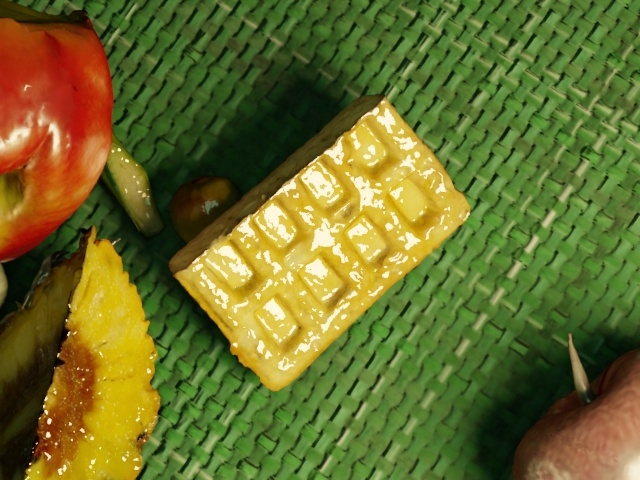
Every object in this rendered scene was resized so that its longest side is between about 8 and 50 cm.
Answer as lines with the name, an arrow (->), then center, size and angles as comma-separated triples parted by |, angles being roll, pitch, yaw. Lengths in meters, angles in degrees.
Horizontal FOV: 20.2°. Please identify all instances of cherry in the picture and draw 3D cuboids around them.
cherry -> 0.298, 0.213, 1.678 | 0.236, 0.213, 0.285 | -27, 95, 4

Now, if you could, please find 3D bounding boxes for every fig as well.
fig -> -0.108, -0.020, 1.762 | 0.074, 0.074, 0.088 | -11, 107, -3

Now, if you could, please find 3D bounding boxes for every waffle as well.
waffle -> 0.000, 0.000, 1.736 | 0.274, 0.057, 0.168 | -42, 116, -4

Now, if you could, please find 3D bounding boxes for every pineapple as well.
pineapple -> -0.251, 0.173, 1.718 | 0.158, 0.161, 0.334 | -11, 64, 36

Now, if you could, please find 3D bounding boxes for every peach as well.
peach -> -0.332, -0.146, 1.660 | 0.281, 0.281, 0.338 | -19, 51, -3

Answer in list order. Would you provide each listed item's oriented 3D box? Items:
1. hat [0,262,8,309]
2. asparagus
hat -> -0.341, 0.033, 1.714 | 0.081, 0.166, 0.122 | -10, 103, -11
asparagus -> -0.210, -0.081, 1.779 | 0.045, 0.041, 0.178 | -37, 87, 4
